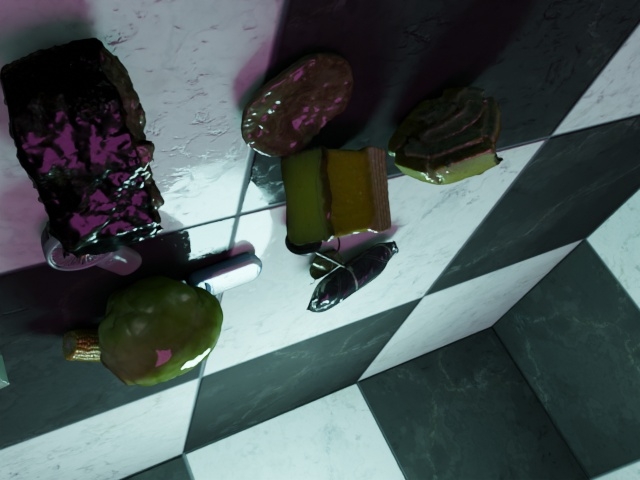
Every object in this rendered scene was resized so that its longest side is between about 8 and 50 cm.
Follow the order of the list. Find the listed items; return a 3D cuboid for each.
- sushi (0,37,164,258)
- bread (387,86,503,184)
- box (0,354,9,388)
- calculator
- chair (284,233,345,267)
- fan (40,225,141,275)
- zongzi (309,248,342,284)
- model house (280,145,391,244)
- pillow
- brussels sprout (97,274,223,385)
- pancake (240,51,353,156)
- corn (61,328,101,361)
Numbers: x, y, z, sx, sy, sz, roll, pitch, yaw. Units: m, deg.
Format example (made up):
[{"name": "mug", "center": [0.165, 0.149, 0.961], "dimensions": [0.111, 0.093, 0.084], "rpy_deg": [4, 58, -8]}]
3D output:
[{"name": "sushi", "center": [-0.331, -0.119, 0.899], "dimensions": [0.171, 0.211, 0.350], "rpy_deg": [-13, 143, -16]}, {"name": "bread", "center": [0.280, -0.220, 1.370], "dimensions": [0.257, 0.185, 0.124], "rpy_deg": [-28, 161, 17]}, {"name": "box", "center": [-0.827, 0.313, 1.352], "dimensions": [0.225, 0.086, 0.129], "rpy_deg": [-24, 154, -9]}, {"name": "calculator", "center": [-0.249, 0.093, 1.591], "dimensions": [0.210, 0.039, 0.121], "rpy_deg": [-20, 153, -17]}, {"name": "chair", "center": [-0.001, 0.001, 1.623], "dimensions": [0.221, 0.104, 0.095], "rpy_deg": [12, 108, -61]}, {"name": "fan", "center": [-0.433, 0.018, 1.210], "dimensions": [0.130, 0.074, 0.244], "rpy_deg": [-32, 156, 7]}, {"name": "zongzi", "center": [-0.024, 0.086, 1.778], "dimensions": [0.130, 0.062, 0.154], "rpy_deg": [-18, 163, -50]}, {"name": "model house", "center": [0.058, -0.100, 1.299], "dimensions": [0.234, 0.193, 0.175], "rpy_deg": [-8, -179, -31]}, {"name": "pillow", "center": [0.097, 0.107, 1.871], "dimensions": [0.335, 0.092, 0.161], "rpy_deg": [-32, 175, -22]}, {"name": "brussels sprout", "center": [-0.388, 0.211, 1.457], "dimensions": [0.317, 0.242, 0.274], "rpy_deg": [-22, 172, 1]}, {"name": "pancake", "center": [-0.041, -0.250, 1.143], "dimensions": [0.222, 0.042, 0.236], "rpy_deg": [-2, 142, -43]}, {"name": "corn", "center": [-0.541, 0.266, 1.569], "dimensions": [0.081, 0.081, 0.248], "rpy_deg": [-38, 155, 19]}]
